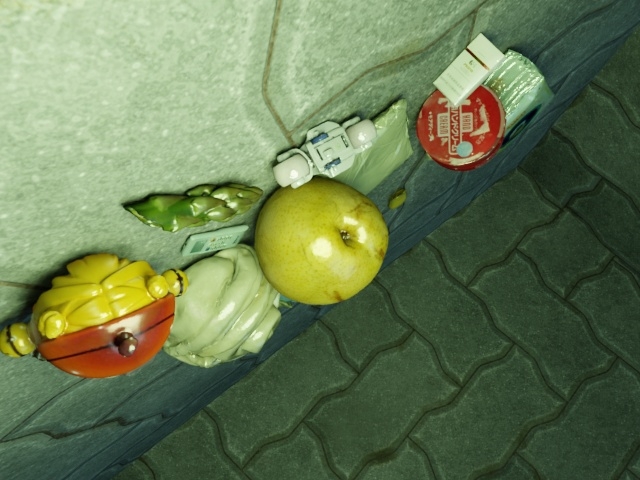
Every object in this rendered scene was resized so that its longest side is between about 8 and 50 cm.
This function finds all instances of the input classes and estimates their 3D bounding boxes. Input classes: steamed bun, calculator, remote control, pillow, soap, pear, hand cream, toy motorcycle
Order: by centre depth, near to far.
[{"bbox_3d":[0.007,-0.184,0.957,0.254,0.112,0.112,-32,164,-23],"label":"toy motorcycle"},{"bbox_3d":[-0.234,-0.003,1.016,0.162,0.029,0.061,-13,148,-50],"label":"remote control"},{"bbox_3d":[0.000,0.000,1.030,0.314,0.314,0.314,-36,165,-11],"label":"pear"},{"bbox_3d":[-0.236,0.187,1.146,0.339,0.247,0.352,-26,165,-37],"label":"steamed bun"},{"bbox_3d":[0.120,-0.208,1.168,0.274,0.076,0.281,-41,159,1],"label":"pillow"},{"bbox_3d":[0.381,-0.301,1.225,0.230,0.230,0.149,-44,165,19],"label":"hand cream"},{"bbox_3d":[-0.522,0.340,1.329,0.100,0.032,0.175,-24,159,-45],"label":"calculator"},{"bbox_3d":[0.310,-0.168,1.813,0.089,0.033,0.168,-40,165,-5],"label":"soap"}]

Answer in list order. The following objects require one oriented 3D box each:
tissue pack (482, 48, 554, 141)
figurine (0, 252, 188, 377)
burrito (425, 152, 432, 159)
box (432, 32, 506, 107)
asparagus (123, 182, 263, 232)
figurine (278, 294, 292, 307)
[{"bbox_3d":[0.588,-0.426,1.470,0.287,0.162,0.388,-50,162,27],"label":"tissue pack"},{"bbox_3d":[-0.369,0.142,0.793,0.320,0.196,0.323,-23,169,-30],"label":"figurine"},{"bbox_3d":[0.384,-0.322,1.511,0.058,0.045,0.188,-44,164,-7],"label":"burrito"},{"bbox_3d":[0.361,-0.413,1.111,0.154,0.084,0.040,-45,163,22],"label":"box"},{"bbox_3d":[-0.211,-0.060,0.818,0.287,0.080,0.080,-24,159,-46],"label":"asparagus"},{"bbox_3d":[-0.088,0.117,1.483,0.262,0.153,0.180,-37,154,7],"label":"figurine"}]
